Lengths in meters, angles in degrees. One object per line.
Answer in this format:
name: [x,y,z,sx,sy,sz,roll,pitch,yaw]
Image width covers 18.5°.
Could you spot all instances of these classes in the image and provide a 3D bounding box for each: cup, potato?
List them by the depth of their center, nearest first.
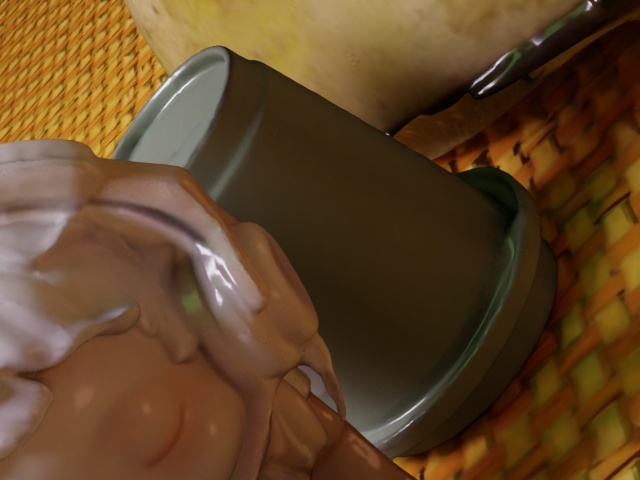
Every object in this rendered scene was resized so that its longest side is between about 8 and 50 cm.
cup: [0.000,0.000,0.682,0.120,0.141,0.120,-40,27,25]
potato: [0.013,-0.154,0.781,0.242,0.242,0.285,-57,15,-13]

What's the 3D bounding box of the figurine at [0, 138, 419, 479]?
figurine: [-0.058,0.069,0.576,0.162,0.237,0.141,-44,16,11]
